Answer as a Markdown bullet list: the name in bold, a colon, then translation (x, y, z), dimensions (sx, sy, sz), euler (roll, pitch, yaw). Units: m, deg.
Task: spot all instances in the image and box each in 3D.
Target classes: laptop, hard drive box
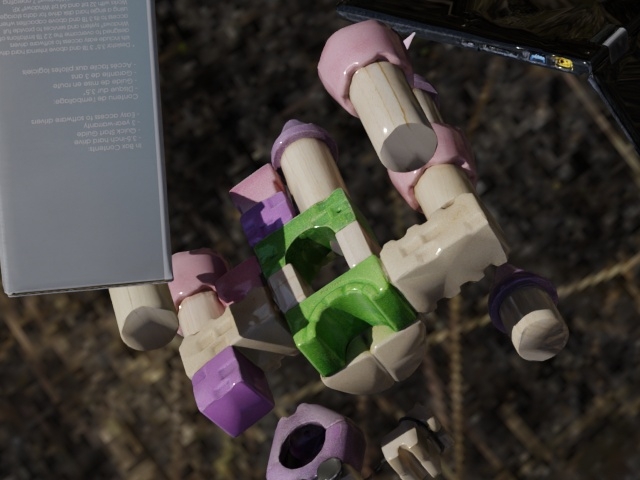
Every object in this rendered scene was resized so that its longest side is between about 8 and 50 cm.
- **laptop**: translation (0.298, -0.158, 1.764), dimensions (0.408, 0.382, 0.236), euler (17, 132, 35)
- **hard drive box**: translation (-0.136, -0.107, 1.060), dimensions (0.181, 0.089, 0.232), euler (-122, 29, -72)

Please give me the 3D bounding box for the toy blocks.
- **toy blocks**: translation (0.000, 0.000, 1.522), dimensions (0.309, 0.288, 0.260), euler (49, -169, -37)
